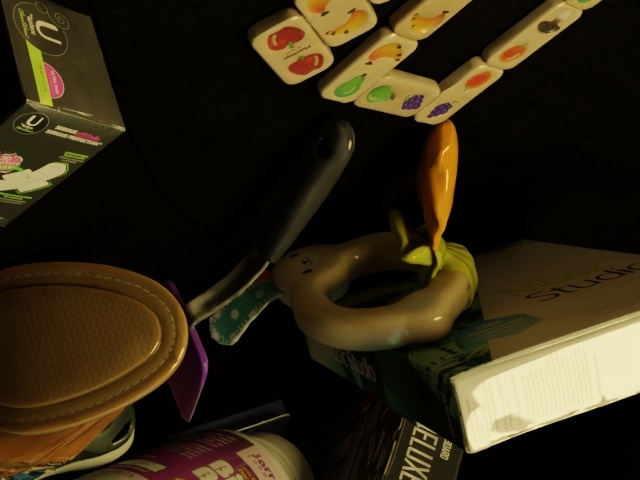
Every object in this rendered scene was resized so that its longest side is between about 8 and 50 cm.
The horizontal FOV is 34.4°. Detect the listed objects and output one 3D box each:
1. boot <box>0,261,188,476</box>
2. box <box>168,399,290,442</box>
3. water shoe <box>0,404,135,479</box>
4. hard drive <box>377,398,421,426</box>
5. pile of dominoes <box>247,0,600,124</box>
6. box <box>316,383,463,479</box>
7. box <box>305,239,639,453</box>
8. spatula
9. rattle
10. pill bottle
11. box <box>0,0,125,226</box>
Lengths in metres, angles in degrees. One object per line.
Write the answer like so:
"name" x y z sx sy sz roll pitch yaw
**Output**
"boot" -0.184 0.110 0.720 0.284 0.109 0.220 -24 158 12
"box" -0.111 0.245 1.232 0.136 0.036 0.225 -16 158 -15
"water shoe" -0.259 0.170 0.885 0.203 0.073 0.080 -17 142 -28
"hard drive" 0.158 0.088 0.964 0.255 0.054 0.172 -16 -162 -21
"pile of dominoes" 0.096 -0.127 0.504 0.196 0.040 0.251 3 148 -48
"box" 0.061 0.255 1.087 0.077 0.307 0.242 27 144 -7
"box" 0.139 0.062 0.787 0.232 0.058 0.322 -15 -173 -17
"spatula" -0.054 0.020 0.693 0.030 0.084 0.296 -4 146 -41
"rattle" 0.000 0.000 0.713 0.200 0.130 0.142 7 140 28
"pill bottle" -0.124 0.277 1.000 0.169 0.169 0.301 -31 170 24
"box" -0.133 -0.054 0.429 0.083 0.062 0.052 -32 156 27
